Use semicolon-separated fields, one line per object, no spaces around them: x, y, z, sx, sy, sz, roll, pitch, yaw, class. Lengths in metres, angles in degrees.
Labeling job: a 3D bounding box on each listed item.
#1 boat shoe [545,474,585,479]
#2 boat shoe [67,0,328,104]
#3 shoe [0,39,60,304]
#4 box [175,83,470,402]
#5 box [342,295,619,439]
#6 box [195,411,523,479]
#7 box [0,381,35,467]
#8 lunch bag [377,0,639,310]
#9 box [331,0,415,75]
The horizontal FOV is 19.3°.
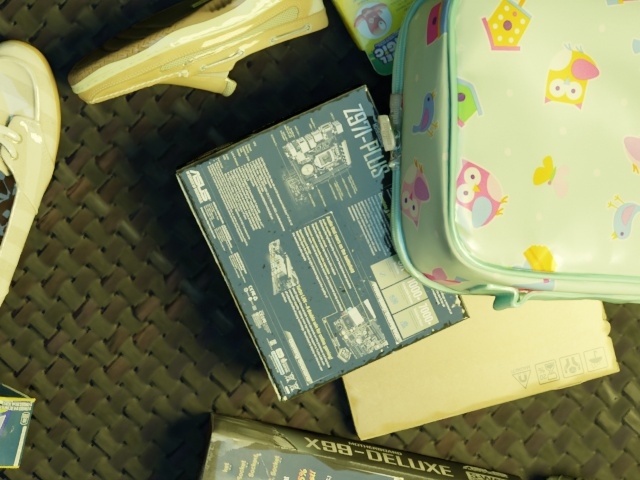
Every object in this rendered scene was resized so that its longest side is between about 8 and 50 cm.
0.181;0.239;1.410;0.042;0.049;0.133;9;105;22;boat shoe
-0.082;-0.132;1.334;0.190;0.068;0.072;-25;111;0;boat shoe
-0.233;-0.033;1.334;0.076;0.058;0.219;12;96;-6;shoe
0.000;0.000;1.328;0.147;0.077;0.180;-25;95;-1;box
0.104;0.043;1.387;0.201;0.021;0.164;-15;96;-1;box
0.003;0.302;1.386;0.242;0.076;0.307;12;96;-6;box
-0.283;0.123;1.304;0.169;0.059;0.054;7;99;-47;box
0.174;-0.061;1.291;0.279;0.108;0.224;4;86;-25;lunch bag
0.042;-0.216;1.341;0.105;0.043;0.179;-29;96;-1;box
